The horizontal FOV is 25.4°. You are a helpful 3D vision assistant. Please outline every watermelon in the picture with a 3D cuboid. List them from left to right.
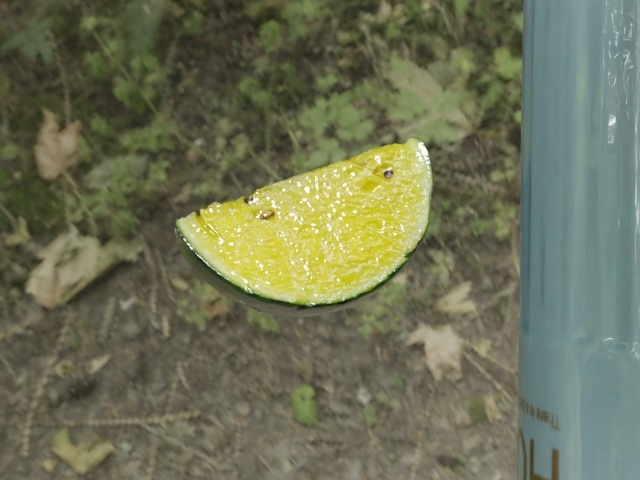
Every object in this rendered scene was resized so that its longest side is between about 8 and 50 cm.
[{"bbox_3d":[0.005,0.006,0.920,0.181,0.092,0.075,-18,25,-22],"label":"watermelon"}]

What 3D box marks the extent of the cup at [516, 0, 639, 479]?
[{"bbox_3d":[0.241,0.014,0.691,0.256,0.331,0.311,3,97,41],"label":"cup"}]
